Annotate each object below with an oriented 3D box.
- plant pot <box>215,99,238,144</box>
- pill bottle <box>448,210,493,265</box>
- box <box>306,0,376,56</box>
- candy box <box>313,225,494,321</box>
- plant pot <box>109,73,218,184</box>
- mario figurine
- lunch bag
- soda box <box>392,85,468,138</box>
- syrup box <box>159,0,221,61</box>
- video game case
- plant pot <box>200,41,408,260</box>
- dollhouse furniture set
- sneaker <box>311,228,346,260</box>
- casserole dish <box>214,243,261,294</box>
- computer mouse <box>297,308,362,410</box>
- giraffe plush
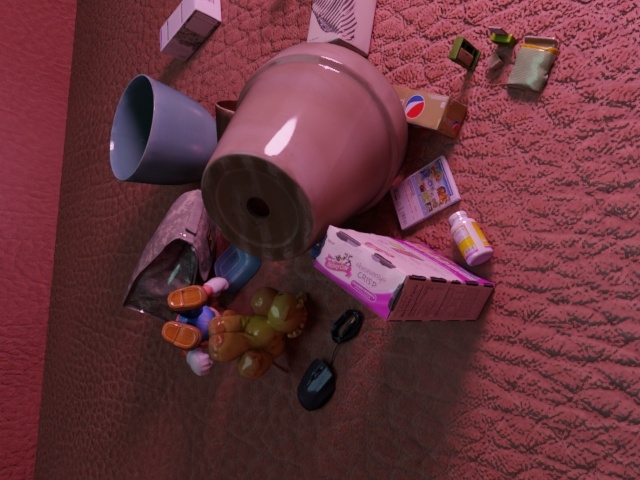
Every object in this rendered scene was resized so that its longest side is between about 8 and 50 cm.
[{"bbox_3d":[-0.140,-0.181,1.078,0.215,0.215,0.231,34,122,44],"label":"plant pot"},{"bbox_3d":[0.234,-0.005,0.746,0.043,0.043,0.083,-42,55,34],"label":"pill bottle"},{"bbox_3d":[0.055,-0.525,0.989,0.113,0.094,0.276,6,88,48],"label":"box"},{"bbox_3d":[0.129,0.053,0.709,0.159,0.233,0.071,35,108,44],"label":"candy box"},{"bbox_3d":[-0.431,-0.290,1.360,0.292,0.235,0.293,-11,74,45],"label":"plant pot"},{"bbox_3d":[-0.260,0.191,1.112,0.170,0.320,0.198,40,77,5],"label":"mario figurine"},{"bbox_3d":[-0.369,0.032,1.240,0.287,0.168,0.235,-52,22,28],"label":"lunch bag"},{"bbox_3d":[0.165,-0.235,0.846,0.181,0.061,0.058,31,106,45],"label":"soda box"},{"bbox_3d":[-0.422,-0.689,1.522,0.236,0.093,0.097,-22,68,43],"label":"syrup box"},{"bbox_3d":[0.182,-0.082,0.838,0.122,0.011,0.087,-32,60,39],"label":"video game case"},{"bbox_3d":[-0.041,-0.124,0.785,0.323,0.323,0.280,-31,18,39],"label":"plant pot"},{"bbox_3d":[0.281,-0.287,0.734,0.151,0.058,0.076,33,107,45],"label":"dollhouse furniture set"},{"bbox_3d":[0.000,0.000,0.970,0.221,0.083,0.087,40,120,46],"label":"sneaker"},{"bbox_3d":[-0.219,0.060,1.220,0.188,0.036,0.114,-42,56,33],"label":"casserole dish"},{"bbox_3d":[0.013,0.239,0.940,0.071,0.041,0.242,39,110,44],"label":"computer mouse"},{"bbox_3d":[-0.108,0.174,0.983,0.171,0.210,0.181,-57,23,16],"label":"giraffe plush"}]
